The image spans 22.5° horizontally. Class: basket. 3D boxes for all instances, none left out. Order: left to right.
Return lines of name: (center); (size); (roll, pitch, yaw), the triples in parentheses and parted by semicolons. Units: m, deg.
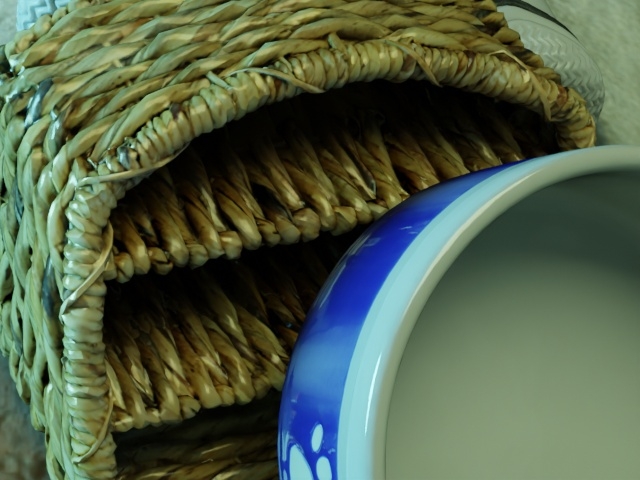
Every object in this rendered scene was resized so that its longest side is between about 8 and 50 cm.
basket: (0.000, 0.000, 0.797); (0.299, 0.213, 0.223); (-10, 52, -28)

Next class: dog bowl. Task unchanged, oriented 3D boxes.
dog bowl: (0.118, 0.092, 0.734); (0.264, 0.104, 0.265); (1, 87, -24)

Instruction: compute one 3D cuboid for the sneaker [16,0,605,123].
sneaker: (-0.012, -0.155, 1.001); (0.365, 0.137, 0.210); (7, 46, -22)
